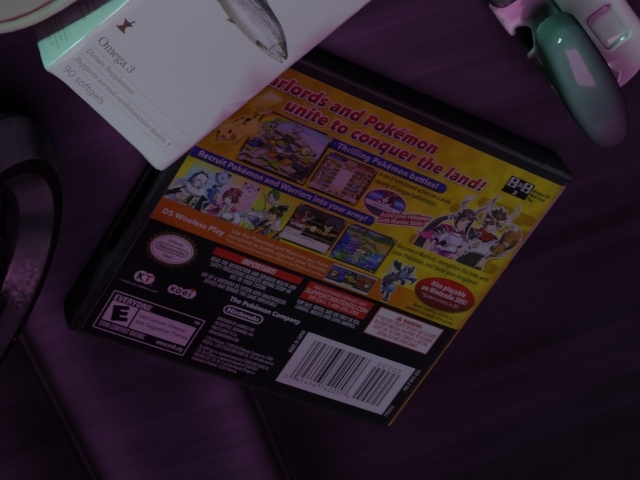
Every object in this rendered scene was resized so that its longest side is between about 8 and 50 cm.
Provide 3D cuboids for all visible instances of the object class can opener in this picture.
[{"bbox_3d":[0.127,-0.176,1.015,0.074,0.093,0.280,-37,123,11],"label":"can opener"}]

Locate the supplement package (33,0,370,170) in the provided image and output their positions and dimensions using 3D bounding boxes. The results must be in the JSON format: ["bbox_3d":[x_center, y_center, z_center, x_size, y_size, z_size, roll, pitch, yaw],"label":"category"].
[{"bbox_3d":[-0.068,-0.149,0.953,0.179,0.105,0.105,-39,127,11],"label":"supplement package"}]

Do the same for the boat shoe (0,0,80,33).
[{"bbox_3d":[-0.093,-0.249,0.881,0.112,0.095,0.335,39,114,-4],"label":"boat shoe"}]

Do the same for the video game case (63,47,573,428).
[{"bbox_3d":[0.000,0.000,1.132,0.275,0.035,0.248,21,117,-29],"label":"video game case"}]

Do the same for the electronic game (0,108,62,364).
[{"bbox_3d":[-0.224,0.028,0.979,0.048,0.229,0.229,25,122,12],"label":"electronic game"}]
